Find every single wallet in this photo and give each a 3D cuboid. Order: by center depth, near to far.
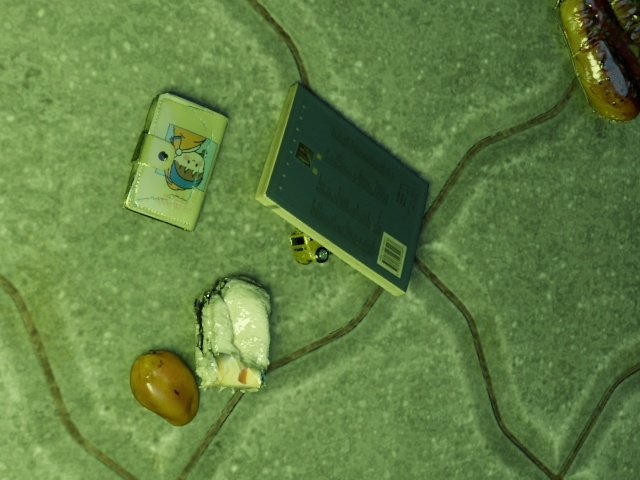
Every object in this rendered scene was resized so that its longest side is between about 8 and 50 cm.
[{"bbox_3d":[-0.182,-0.099,1.485,0.110,0.039,0.155,20,81,-34],"label":"wallet"}]

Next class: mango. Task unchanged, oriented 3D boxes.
[{"bbox_3d":[-0.194,0.189,1.485,0.114,0.060,0.080,57,46,-22],"label":"mango"}]

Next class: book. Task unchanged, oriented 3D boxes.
[{"bbox_3d":[0.038,-0.067,1.604,0.269,0.025,0.190,34,54,-30],"label":"book"}]

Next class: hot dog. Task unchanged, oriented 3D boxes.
[{"bbox_3d":[0.461,-0.319,1.865,0.163,0.082,0.270,-35,110,-28],"label":"hot dog"}]

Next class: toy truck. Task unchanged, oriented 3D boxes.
[{"bbox_3d":[0.000,0.000,1.605,0.083,0.049,0.054,-24,99,-32],"label":"toy truck"}]

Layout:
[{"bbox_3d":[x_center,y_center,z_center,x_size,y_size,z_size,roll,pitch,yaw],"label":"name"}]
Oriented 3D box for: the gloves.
[{"bbox_3d":[-0.119,0.120,1.522,0.114,0.070,0.153,10,74,-26],"label":"gloves"}]
